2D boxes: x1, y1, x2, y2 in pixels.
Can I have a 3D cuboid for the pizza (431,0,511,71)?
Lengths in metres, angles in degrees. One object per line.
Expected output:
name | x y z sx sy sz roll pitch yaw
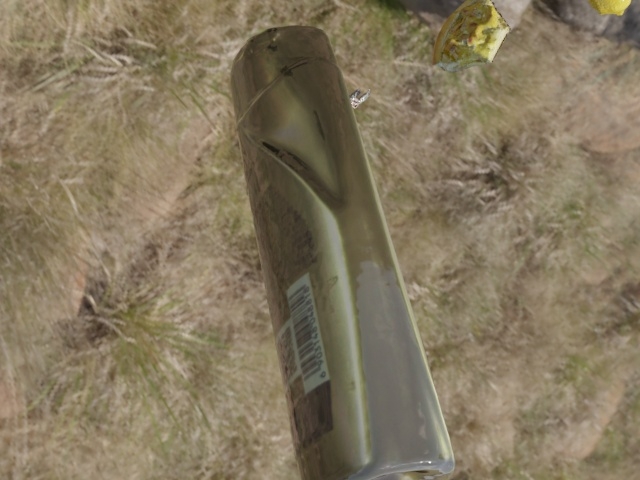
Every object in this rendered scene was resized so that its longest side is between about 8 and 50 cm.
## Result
pizza | 0.233 -0.320 1.284 0.160 0.099 0.036 -57 148 -14

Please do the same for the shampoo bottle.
shampoo bottle | 0.000 0.000 0.570 0.084 0.350 0.125 0 147 -22

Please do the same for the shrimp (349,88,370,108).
shrimp | 0.066 -0.296 1.771 0.092 0.038 0.029 -37 138 -29

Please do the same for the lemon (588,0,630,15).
lemon | 0.437 -0.374 1.262 0.065 0.065 0.092 -44 122 2
